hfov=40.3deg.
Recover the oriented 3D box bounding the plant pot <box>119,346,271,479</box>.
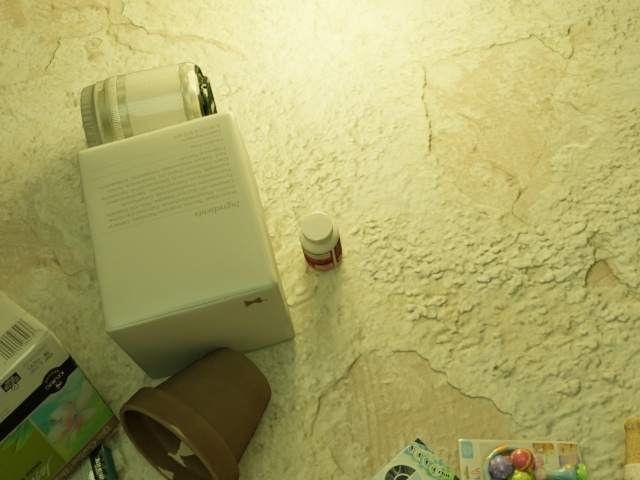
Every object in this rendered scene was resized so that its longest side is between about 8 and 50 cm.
[{"bbox_3d":[-0.217,0.338,1.688,0.263,0.263,0.229,32,54,18],"label":"plant pot"}]

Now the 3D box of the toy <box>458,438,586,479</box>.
[{"bbox_3d":[0.387,0.437,1.647,0.237,0.056,0.137,3,57,-4],"label":"toy"}]

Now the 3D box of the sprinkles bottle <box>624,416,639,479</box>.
[{"bbox_3d":[0.610,0.506,1.578,0.121,0.121,0.356,5,67,8],"label":"sprinkles bottle"}]

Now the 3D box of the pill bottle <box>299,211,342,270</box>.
[{"bbox_3d":[0.000,0.000,1.842,0.086,0.152,0.086,-2,66,4],"label":"pill bottle"}]

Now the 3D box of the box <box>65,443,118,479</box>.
[{"bbox_3d":[-0.528,0.498,1.728,0.244,0.060,0.101,-19,66,-3],"label":"box"}]

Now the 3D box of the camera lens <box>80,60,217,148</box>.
[{"bbox_3d":[-0.375,-0.275,1.962,0.274,0.219,0.220,-11,66,1],"label":"camera lens"}]

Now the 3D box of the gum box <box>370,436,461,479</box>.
[{"bbox_3d":[0.175,0.488,1.644,0.184,0.041,0.157,-34,66,-30],"label":"gum box"}]

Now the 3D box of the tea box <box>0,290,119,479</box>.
[{"bbox_3d":[-0.611,0.327,1.622,0.220,0.324,0.329,27,61,35],"label":"tea box"}]

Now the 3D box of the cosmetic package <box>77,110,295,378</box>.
[{"bbox_3d":[-0.264,0.016,1.765,0.327,0.329,0.394,-15,65,-2],"label":"cosmetic package"}]
